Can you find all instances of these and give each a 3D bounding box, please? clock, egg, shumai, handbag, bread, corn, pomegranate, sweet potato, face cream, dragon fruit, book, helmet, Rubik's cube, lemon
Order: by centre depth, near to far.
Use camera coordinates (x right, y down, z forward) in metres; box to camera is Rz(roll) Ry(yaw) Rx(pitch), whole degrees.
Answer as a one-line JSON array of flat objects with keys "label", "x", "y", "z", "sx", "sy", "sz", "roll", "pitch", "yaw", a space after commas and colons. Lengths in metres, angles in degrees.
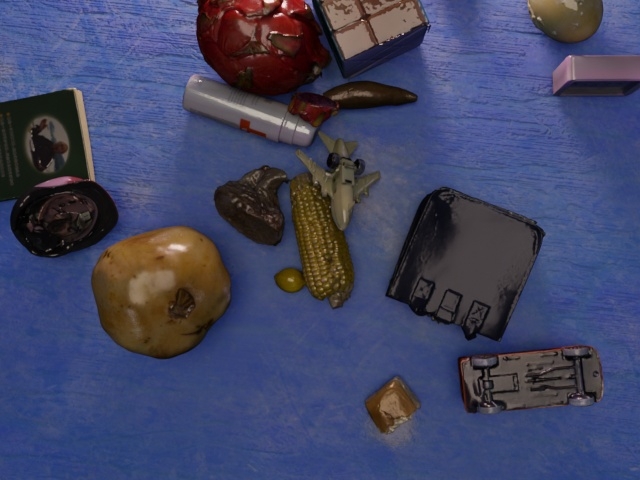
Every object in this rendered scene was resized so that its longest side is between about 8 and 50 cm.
[{"label": "pomegranate", "x": -0.380, "y": 0.114, "z": 1.723, "sx": 0.332, "sy": 0.332, "sz": 0.333, "roll": 0, "pitch": 90, "yaw": 3}, {"label": "dragon fruit", "x": -0.147, "y": -0.490, "z": 1.739, "sx": 0.277, "sy": 0.277, "sz": 0.342, "roll": -41, "pitch": 97, "yaw": 2}, {"label": "Rubik's cube", "x": 0.114, "y": -0.551, "z": 1.744, "sx": 0.221, "sy": 0.231, "sz": 0.225, "roll": -24, "pitch": 90, "yaw": 3}, {"label": "clock", "x": 0.681, "y": -0.399, "z": 1.756, "sx": 0.197, "sy": 0.150, "sz": 0.063, "roll": 1, "pitch": 87, "yaw": 2}, {"label": "egg", "x": 0.598, "y": -0.576, "z": 1.759, "sx": 0.164, "sy": 0.164, "sz": 0.201, "roll": -40, "pitch": 83, "yaw": 2}, {"label": "dragon fruit", "x": -0.016, "y": -0.318, "z": 1.763, "sx": 0.126, "sy": 0.112, "sz": 0.068, "roll": 15, "pitch": 117, "yaw": 2}, {"label": "handbag", "x": 0.349, "y": 0.063, "z": 1.781, "sx": 0.303, "sy": 0.122, "sz": 0.329, "roll": 22, "pitch": 90, "yaw": 1}, {"label": "corn", "x": 0.000, "y": 0.000, "z": 1.792, "sx": 0.130, "sy": 0.130, "sz": 0.347, "roll": -15, "pitch": 83, "yaw": 2}, {"label": "shumai", "x": -0.149, "y": -0.099, "z": 1.804, "sx": 0.206, "sy": 0.166, "sz": 0.175, "roll": 39, "pitch": 69, "yaw": 1}, {"label": "bread", "x": 0.178, "y": 0.416, "z": 1.805, "sx": 0.125, "sy": 0.082, "sz": 0.106, "roll": -37, "pitch": 94, "yaw": 5}, {"label": "helmet", "x": -0.650, "y": -0.073, "z": 1.814, "sx": 0.253, "sy": 0.154, "sz": 0.198, "roll": -32, "pitch": 124, "yaw": -7}, {"label": "face cream", "x": -0.171, "y": -0.320, "z": 1.818, "sx": 0.345, "sy": 0.102, "sz": 0.102, "roll": 20, "pitch": 90, "yaw": 4}, {"label": "sweet potato", "x": 0.122, "y": -0.371, "z": 1.820, "sx": 0.243, "sy": 0.077, "sz": 0.077, "roll": -6, "pitch": 89, "yaw": 1}, {"label": "lemon", "x": -0.073, "y": 0.101, "z": 1.828, "sx": 0.092, "sy": 0.065, "sz": 0.065, "roll": 6, "pitch": 90, "yaw": 5}, {"label": "book", "x": -0.785, "y": -0.239, "z": 1.876, "sx": 0.370, "sy": 0.043, "sz": 0.260, "roll": -8, "pitch": 91, "yaw": 4}]

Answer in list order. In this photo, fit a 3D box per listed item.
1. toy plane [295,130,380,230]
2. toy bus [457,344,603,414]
[{"label": "toy plane", "x": 0.051, "y": -0.147, "z": 1.760, "sx": 0.241, "sy": 0.104, "sz": 0.256, "roll": 12, "pitch": 53, "yaw": -29}, {"label": "toy bus", "x": 0.506, "y": 0.333, "z": 1.757, "sx": 0.329, "sy": 0.153, "sz": 0.143, "roll": -7, "pitch": 88, "yaw": 4}]
